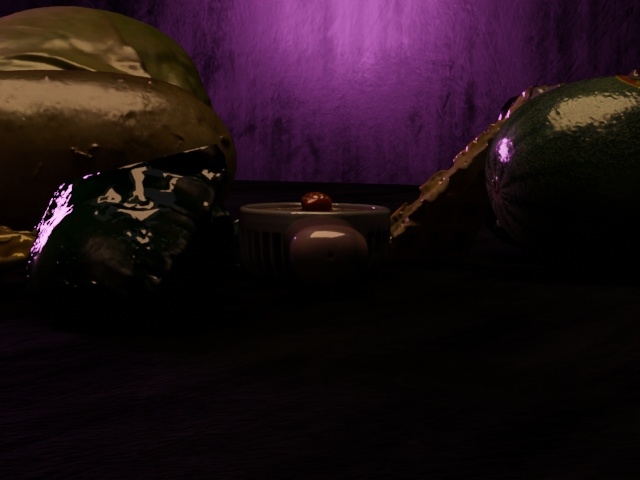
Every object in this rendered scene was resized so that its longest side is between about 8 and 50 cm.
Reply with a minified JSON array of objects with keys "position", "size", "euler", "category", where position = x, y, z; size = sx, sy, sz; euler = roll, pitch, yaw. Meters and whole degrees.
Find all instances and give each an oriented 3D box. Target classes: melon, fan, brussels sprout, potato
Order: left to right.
[{"position":[-0.231,-0.067,1.676],"size":[0.308,0.173,0.210],"euler":[0,-23,2],"category":"potato"},{"position":[-0.269,-0.122,1.967],"size":[0.328,0.247,0.328],"euler":[8,36,-6],"category":"brussels sprout"},{"position":[0.000,0.000,1.511],"size":[0.130,0.074,0.244],"euler":[1,5,-5],"category":"fan"},{"position":[0.286,-0.058,1.634],"size":[0.288,0.182,0.182],"euler":[1,4,-23],"category":"melon"}]

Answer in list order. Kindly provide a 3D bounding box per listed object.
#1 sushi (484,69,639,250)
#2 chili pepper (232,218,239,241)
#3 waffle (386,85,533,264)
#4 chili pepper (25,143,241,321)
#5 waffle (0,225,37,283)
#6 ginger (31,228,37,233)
[{"position":[0.328,-0.077,1.819],"size":[0.343,0.196,0.182],"euler":[1,11,4],"category":"sushi"},{"position":[-0.077,-0.012,1.953],"size":[0.118,0.035,0.055],"euler":[2,-15,-44],"category":"chili pepper"},{"position":[0.113,-0.059,1.680],"size":[0.125,0.191,0.032],"euler":[-1,37,-28],"category":"waffle"},{"position":[-0.135,-0.008,1.295],"size":[0.148,0.116,0.264],"euler":[-2,3,1],"category":"chili pepper"},{"position":[-0.343,0.012,1.418],"size":[0.250,0.056,0.261],"euler":[2,8,39],"category":"waffle"},{"position":[-0.183,0.006,1.571],"size":[0.173,0.051,0.069],"euler":[-5,10,-42],"category":"ginger"}]
